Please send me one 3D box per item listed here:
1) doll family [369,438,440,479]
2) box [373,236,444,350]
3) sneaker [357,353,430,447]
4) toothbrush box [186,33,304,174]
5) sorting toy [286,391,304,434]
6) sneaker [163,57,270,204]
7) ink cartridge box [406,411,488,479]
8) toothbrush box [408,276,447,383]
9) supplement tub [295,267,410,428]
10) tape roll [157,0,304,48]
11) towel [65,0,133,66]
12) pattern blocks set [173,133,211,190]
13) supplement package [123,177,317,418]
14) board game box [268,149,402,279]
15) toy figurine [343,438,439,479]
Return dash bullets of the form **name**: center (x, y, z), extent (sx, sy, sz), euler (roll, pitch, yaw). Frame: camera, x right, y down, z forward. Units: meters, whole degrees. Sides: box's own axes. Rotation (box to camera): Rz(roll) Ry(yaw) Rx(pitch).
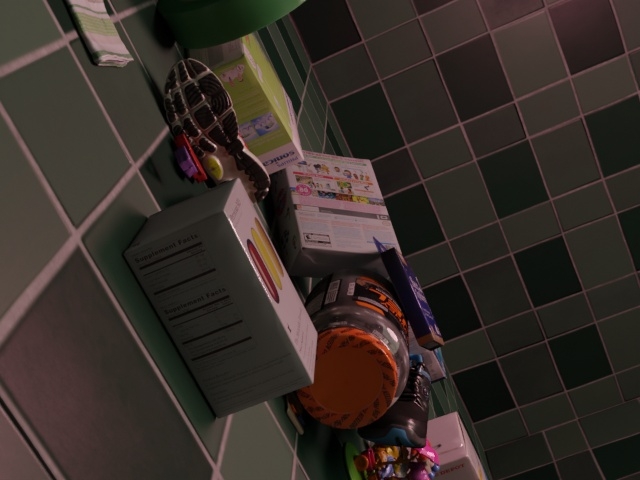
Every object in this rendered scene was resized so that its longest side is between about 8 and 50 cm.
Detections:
- **doll family**: center (0.152, 0.477, 1.671), extent (0.163, 0.118, 0.263), euler (70, 27, -22)
- **box**: center (0.167, 0.096, 1.531), extent (0.225, 0.036, 0.136), euler (66, 10, 17)
- **sneaker**: center (0.143, 0.293, 1.506), extent (0.341, 0.125, 0.140), euler (-15, 115, -84)
- **toothbrush box**: center (-0.151, -0.297, 1.625), extent (0.283, 0.122, 0.206), euler (56, 15, -45)
- **sorting toy**: center (-0.045, 0.264, 1.300), extent (0.062, 0.012, 0.083), euler (-93, 159, -60)
- **sneaker**: center (-0.185, -0.177, 1.349), extent (0.279, 0.107, 0.118), euler (65, -8, -32)
- **ink cartridge box**: center (0.317, 0.588, 2.040), extent (0.168, 0.171, 0.233), euler (-93, 159, -62)
- **toothbrush box**: center (0.147, 0.223, 1.812), extent (0.295, 0.216, 0.126), euler (-88, 154, -69)
- **supplement tub**: center (0.054, 0.185, 1.429), extent (0.338, 0.207, 0.207), euler (-70, 136, -75)
- **tape roll**: center (-0.140, -0.470, 1.479), extent (0.321, 0.321, 0.077), euler (-98, 162, -54)
- **towel**: center (-0.312, -0.312, 1.105), extent (0.113, 0.023, 0.152), euler (-60, 127, -78)
- **pattern blocks set**: center (-0.129, 0.001, 1.207), extent (0.325, 0.026, 0.285), euler (63, -2, -20)
- **supplement package**: center (-0.115, 0.070, 1.005), extent (0.139, 0.134, 0.244), euler (-86, 152, -68)
- **board game box**: center (0.023, -0.057, 1.726), extent (0.097, 0.224, 0.303), euler (117, -29, -41)
- **toy figurine**: center (0.147, 0.438, 1.512), extent (0.130, 0.159, 0.173), euler (38, 32, -70)
